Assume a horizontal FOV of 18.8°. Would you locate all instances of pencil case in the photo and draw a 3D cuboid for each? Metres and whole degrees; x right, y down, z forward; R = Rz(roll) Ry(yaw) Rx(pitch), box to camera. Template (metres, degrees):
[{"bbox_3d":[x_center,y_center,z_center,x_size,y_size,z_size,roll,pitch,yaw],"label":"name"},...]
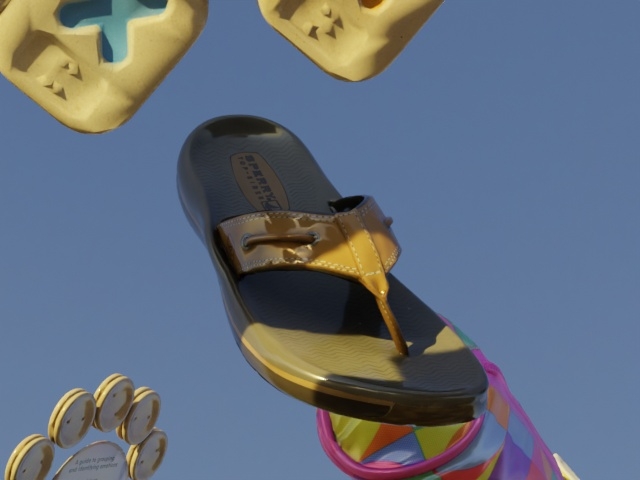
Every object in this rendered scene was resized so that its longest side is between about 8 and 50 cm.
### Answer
[{"bbox_3d":[0.082,0.125,1.044,0.104,0.104,0.236,-12,-30,20],"label":"pencil case"}]

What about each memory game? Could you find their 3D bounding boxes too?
[{"bbox_3d":[-0.152,0.165,1.170,0.012,0.186,0.186,24,-40,26],"label":"memory game"}]

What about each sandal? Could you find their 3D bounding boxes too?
[{"bbox_3d":[0.000,0.000,0.817,0.090,0.219,0.060,-4,-52,-22],"label":"sandal"}]

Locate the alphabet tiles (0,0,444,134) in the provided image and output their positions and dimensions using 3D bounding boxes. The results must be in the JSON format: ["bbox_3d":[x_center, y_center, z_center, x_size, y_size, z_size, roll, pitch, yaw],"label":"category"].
[{"bbox_3d":[-0.050,-0.187,0.636,0.284,0.021,0.278,39,-87,-15],"label":"alphabet tiles"}]
